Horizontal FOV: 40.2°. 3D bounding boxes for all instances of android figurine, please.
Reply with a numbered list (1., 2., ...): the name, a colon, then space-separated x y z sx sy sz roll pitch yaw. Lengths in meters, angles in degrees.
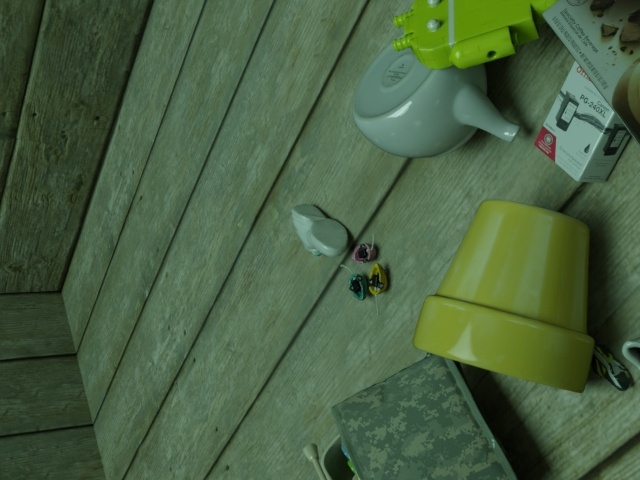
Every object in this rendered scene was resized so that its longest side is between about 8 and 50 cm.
1. android figurine: 0.240 -0.352 1.338 0.273 0.056 0.248 -11 48 23

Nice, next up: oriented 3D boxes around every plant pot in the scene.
1. plant pot: 0.286 0.076 1.285 0.254 0.254 0.239 7 81 58

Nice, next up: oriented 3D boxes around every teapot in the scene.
1. teapot: 0.188 -0.231 1.483 0.252 0.187 0.256 -32 36 31

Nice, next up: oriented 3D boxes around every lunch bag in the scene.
1. lunch bag: 0.172 0.344 1.447 0.235 0.169 0.287 -28 56 5

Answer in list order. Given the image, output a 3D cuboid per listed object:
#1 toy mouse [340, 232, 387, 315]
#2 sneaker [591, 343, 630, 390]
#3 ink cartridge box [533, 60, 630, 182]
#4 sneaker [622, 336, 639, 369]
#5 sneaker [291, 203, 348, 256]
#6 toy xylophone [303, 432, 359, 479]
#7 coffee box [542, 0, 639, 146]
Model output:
1. toy mouse: 0.091 0.062 1.780 0.143 0.031 0.161 9 99 58
2. sneaker: 0.416 0.188 1.261 0.083 0.031 0.035 -113 31 -45
3. ink cartridge box: 0.389 -0.175 1.255 0.109 0.063 0.150 54 134 43
4. sneaker: 0.465 0.188 1.127 0.191 0.083 0.071 45 126 47
5. sneaker: 0.000 0.000 1.901 0.212 0.080 0.094 -132 38 -56
6. toy xylophone: 0.084 0.490 1.639 0.081 0.236 0.322 -37 46 0
7. coffee box: 0.431 -0.215 1.081 0.168 0.119 0.297 -37 56 21
